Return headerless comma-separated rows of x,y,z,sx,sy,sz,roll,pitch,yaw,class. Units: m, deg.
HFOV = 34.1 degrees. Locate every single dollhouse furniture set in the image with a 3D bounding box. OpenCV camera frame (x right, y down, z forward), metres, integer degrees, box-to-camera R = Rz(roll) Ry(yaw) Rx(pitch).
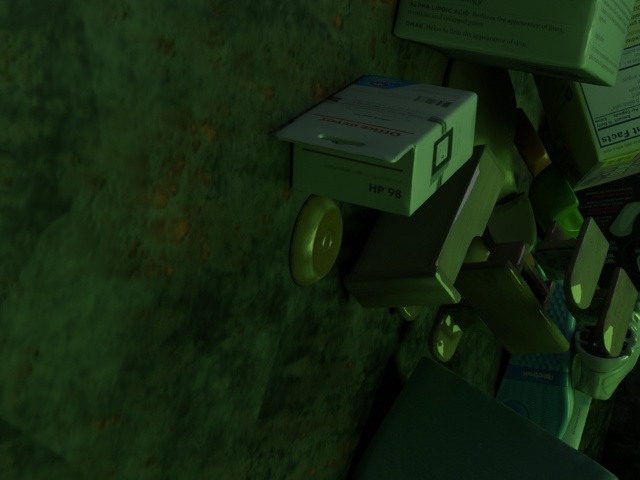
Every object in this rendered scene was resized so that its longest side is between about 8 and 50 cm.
0.155,0.052,1.030,0.242,0.212,0.161,50,52,-31,dollhouse furniture set

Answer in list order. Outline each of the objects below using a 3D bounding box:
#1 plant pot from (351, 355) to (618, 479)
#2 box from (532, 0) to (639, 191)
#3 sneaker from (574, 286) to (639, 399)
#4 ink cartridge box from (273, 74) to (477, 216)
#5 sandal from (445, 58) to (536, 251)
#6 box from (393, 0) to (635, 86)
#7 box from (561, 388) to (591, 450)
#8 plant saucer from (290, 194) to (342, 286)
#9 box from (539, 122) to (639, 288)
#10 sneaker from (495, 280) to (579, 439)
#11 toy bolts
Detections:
0.149,0.328,1.131,0.252,0.247,0.248,-48,148,-17,plant pot
0.310,-0.198,1.160,0.213,0.117,0.243,46,28,-82,box
0.481,0.139,1.679,0.292,0.110,0.118,-43,139,-43,sneaker
0.046,-0.075,0.832,0.180,0.104,0.060,-40,139,-54,ink cartridge box
0.169,-0.093,1.148,0.088,0.079,0.240,-11,87,-23,sandal
0.190,-0.225,0.984,0.181,0.181,0.119,-4,108,-66,box
0.380,0.334,1.772,0.145,0.038,0.186,-69,-168,-20,box
0.000,0.000,0.878,0.083,0.015,0.083,-42,139,-53,plant saucer
0.460,-0.077,1.608,0.143,0.165,0.270,-43,121,-53,box
0.379,0.208,1.717,0.208,0.127,0.319,-3,106,-65,sneaker
0.241,-0.026,1.332,0.228,0.158,0.218,50,15,-50,toy bolts
